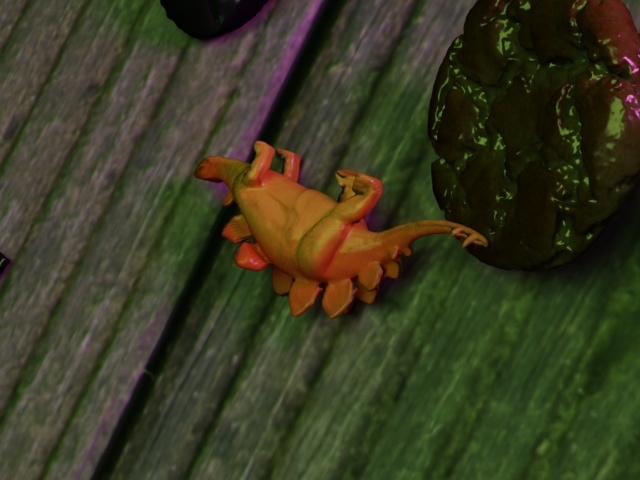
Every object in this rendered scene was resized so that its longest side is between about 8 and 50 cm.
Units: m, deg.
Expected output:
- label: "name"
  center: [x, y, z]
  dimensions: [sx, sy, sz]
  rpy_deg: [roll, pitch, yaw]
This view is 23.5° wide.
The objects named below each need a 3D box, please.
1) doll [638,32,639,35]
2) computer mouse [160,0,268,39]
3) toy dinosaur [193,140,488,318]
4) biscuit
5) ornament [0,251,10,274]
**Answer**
- label: "doll"
  center: [0.308, -0.133, 1.005]
  dimensions: [0.221, 0.135, 0.143]
  rpy_deg: [-6, 34, 23]
- label: "computer mouse"
  center: [-0.056, -0.267, 1.271]
  dimensions: [0.217, 0.073, 0.122]
  rpy_deg: [-45, 58, 4]
- label: "toy dinosaur"
  center: [0.000, 0.000, 1.147]
  dimensions: [0.288, 0.070, 0.117]
  rpy_deg: [23, 95, 37]
- label: "biscuit"
  center: [0.143, -0.084, 1.061]
  dimensions: [0.226, 0.042, 0.225]
  rpy_deg: [-16, 71, 57]
- label: "ornament"
  center: [-0.404, 0.007, 1.275]
  dimensions: [0.166, 0.196, 0.153]
  rpy_deg: [35, 89, 33]
